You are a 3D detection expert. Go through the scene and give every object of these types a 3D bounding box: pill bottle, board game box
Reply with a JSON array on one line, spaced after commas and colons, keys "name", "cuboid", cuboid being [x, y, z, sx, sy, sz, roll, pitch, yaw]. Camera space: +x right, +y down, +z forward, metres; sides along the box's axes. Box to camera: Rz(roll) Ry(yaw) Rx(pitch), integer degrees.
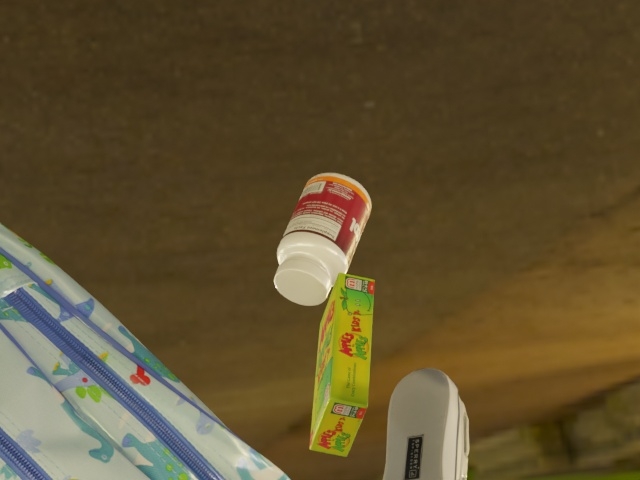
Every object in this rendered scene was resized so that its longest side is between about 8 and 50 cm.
[{"name": "pill bottle", "cuboid": [0.000, 0.000, 1.891, 0.086, 0.152, 0.086, 14, 142, 11]}, {"name": "board game box", "cuboid": [0.024, 0.134, 1.753, 0.043, 0.181, 0.092, 12, 135, -7]}]

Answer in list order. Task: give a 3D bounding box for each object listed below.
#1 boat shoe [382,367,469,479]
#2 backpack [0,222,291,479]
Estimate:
[{"name": "boat shoe", "cuboid": [0.105, 0.254, 1.560, 0.095, 0.258, 0.084, -3, 148, 33]}, {"name": "backpack", "cuboid": [-0.185, 0.146, 0.907, 0.273, 0.355, 0.290, -27, 156, -33]}]
